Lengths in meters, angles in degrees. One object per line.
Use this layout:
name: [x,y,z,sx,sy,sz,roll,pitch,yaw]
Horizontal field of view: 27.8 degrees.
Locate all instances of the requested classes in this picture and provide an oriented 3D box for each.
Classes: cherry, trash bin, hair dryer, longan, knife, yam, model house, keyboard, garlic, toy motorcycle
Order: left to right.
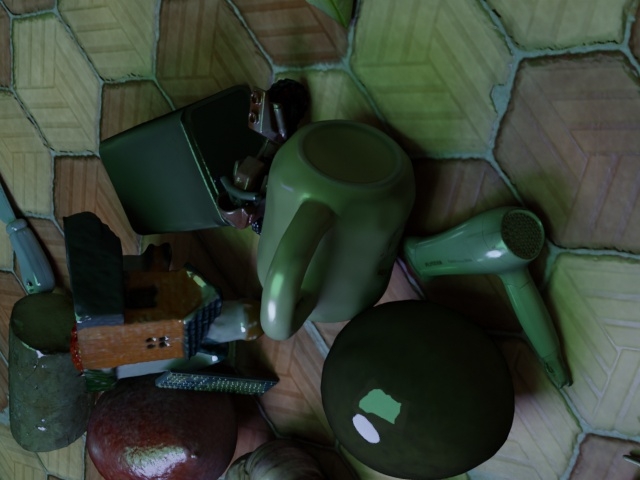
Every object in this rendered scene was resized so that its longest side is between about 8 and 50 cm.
knife: [-0.551,-0.051,2.269,0.331,0.044,0.080,63,149,6]
yam: [-0.467,0.230,2.249,0.161,0.161,0.268,34,135,29]
cherry: [-0.228,0.300,1.961,0.239,0.239,0.206,32,140,31]
model house: [-0.212,0.084,1.850,0.271,0.301,0.190,100,165,-58]
trash bin: [-0.180,-0.098,1.769,0.241,0.122,0.164,-11,105,52]
keyboard: [-0.150,0.207,1.892,0.055,0.176,0.014,-40,49,48]
toy motorcycle: [-0.072,-0.097,1.625,0.084,0.118,0.212,30,121,43]
garlic: [-0.041,0.399,1.902,0.245,0.161,0.244,44,141,52]
longan: [0.117,0.184,1.543,0.248,0.248,0.248,26,130,35]
hair dryer: [0.214,0.077,1.506,0.237,0.075,0.206,57,149,-8]

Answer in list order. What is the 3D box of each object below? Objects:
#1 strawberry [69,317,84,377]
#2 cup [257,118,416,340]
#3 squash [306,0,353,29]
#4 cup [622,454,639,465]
strawberry: [-0.348,0.152,2.101,0.131,0.131,0.148,25,137,36]
cup: [-0.012,-0.012,1.526,0.173,0.255,0.202,40,138,28]
squash: [-0.025,-0.401,1.493,0.237,0.155,0.204,38,173,23]
cup: [0.365,0.301,1.453,0.099,0.074,0.102,-5,109,49]
